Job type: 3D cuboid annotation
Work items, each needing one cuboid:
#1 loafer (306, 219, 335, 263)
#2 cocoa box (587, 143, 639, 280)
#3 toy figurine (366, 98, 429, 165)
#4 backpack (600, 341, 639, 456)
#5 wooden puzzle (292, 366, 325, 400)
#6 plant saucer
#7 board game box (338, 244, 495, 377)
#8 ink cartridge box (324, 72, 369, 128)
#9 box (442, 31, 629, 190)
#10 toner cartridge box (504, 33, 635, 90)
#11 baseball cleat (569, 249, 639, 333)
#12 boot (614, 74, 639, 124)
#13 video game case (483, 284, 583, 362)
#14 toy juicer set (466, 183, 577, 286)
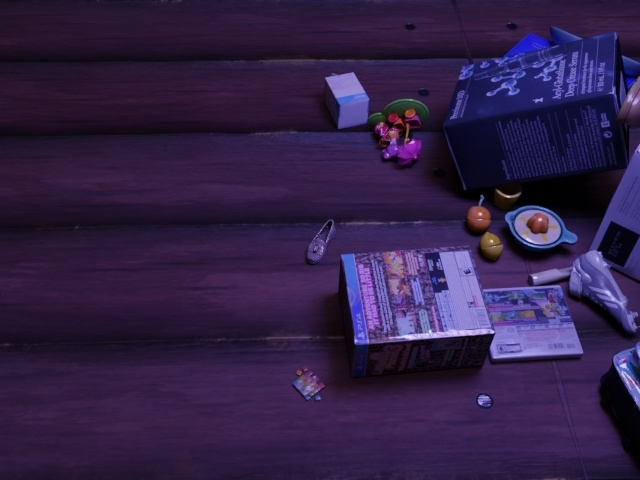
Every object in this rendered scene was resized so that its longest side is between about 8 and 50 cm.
[{"bbox_3d":[0.000,0.000,1.750,0.045,0.039,0.125,20,53,14],"label":"loafer"},{"bbox_3d":[0.800,-0.091,1.644,0.231,0.347,0.228,31,55,22],"label":"cocoa box"},{"bbox_3d":[0.208,-0.273,1.949,0.173,0.130,0.159,-10,58,19],"label":"toy figurine"},{"bbox_3d":[0.720,0.297,1.436,0.253,0.191,0.225,-7,50,-13],"label":"backpack"},{"bbox_3d":[-0.025,0.302,1.521,0.049,0.006,0.083,-33,58,-25],"label":"wooden puzzle"},{"bbox_3d":[0.816,-0.554,2.143,0.317,0.044,0.318,19,23,-8],"label":"plant saucer"},{"bbox_3d":[0.197,0.151,1.564,0.290,0.141,0.232,-4,50,-4],"label":"board game box"},{"bbox_3d":[0.069,-0.401,2.050,0.089,0.092,0.143,-13,52,-13],"label":"ink cartridge box"},{"bbox_3d":[0.540,-0.314,1.792,0.395,0.212,0.294,-8,38,28],"label":"box"},{"bbox_3d":[0.724,-0.482,2.143,0.347,0.075,0.165,33,58,24],"label":"toner cartridge box"},{"bbox_3d":[0.635,0.128,1.650,0.109,0.072,0.206,-29,67,24],"label":"baseball cleat"},{"bbox_3d":[0.782,-0.266,1.508,0.269,0.089,0.236,32,55,23],"label":"boot"},{"bbox_3d":[0.461,0.184,1.621,0.201,0.023,0.184,-3,51,-3],"label":"video game case"},{"bbox_3d":[0.493,-0.010,1.738,0.209,0.090,0.329,-29,57,-23],"label":"toy juicer set"}]
